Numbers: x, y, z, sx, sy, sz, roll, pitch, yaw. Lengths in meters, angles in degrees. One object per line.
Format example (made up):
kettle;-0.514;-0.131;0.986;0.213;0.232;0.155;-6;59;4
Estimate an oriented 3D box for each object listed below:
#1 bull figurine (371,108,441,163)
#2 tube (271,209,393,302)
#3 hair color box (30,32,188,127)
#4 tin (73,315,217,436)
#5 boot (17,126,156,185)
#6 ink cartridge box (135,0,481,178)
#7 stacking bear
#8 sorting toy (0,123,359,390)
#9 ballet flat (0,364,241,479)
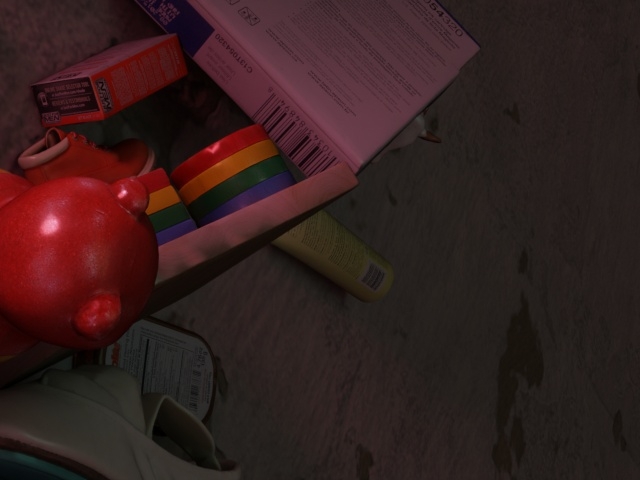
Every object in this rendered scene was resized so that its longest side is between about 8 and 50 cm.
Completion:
bull figurine;0.071;-0.229;1.491;0.101;0.188;0.310;14;76;-33
tube;0.000;0.000;1.494;0.240;0.062;0.070;36;12;-47
hair color box;-0.190;-0.147;1.160;0.141;0.072;0.043;-40;121;-53
tin;-0.162;0.127;1.215;0.189;0.040;0.106;28;59;-56
boot;-0.207;-0.071;1.139;0.158;0.059;0.084;-44;119;-52
ink cartridge box;-0.017;-0.238;1.314;0.324;0.071;0.330;45;38;0
stacking bear;-0.233;0.020;0.848;0.164;0.289;0.175;47;48;-47
sorting toy;-0.141;0.004;1.039;0.255;0.257;0.089;-28;87;-48
ballet flat;-0.176;0.179;1.086;0.400;0.139;0.139;50;45;-55
